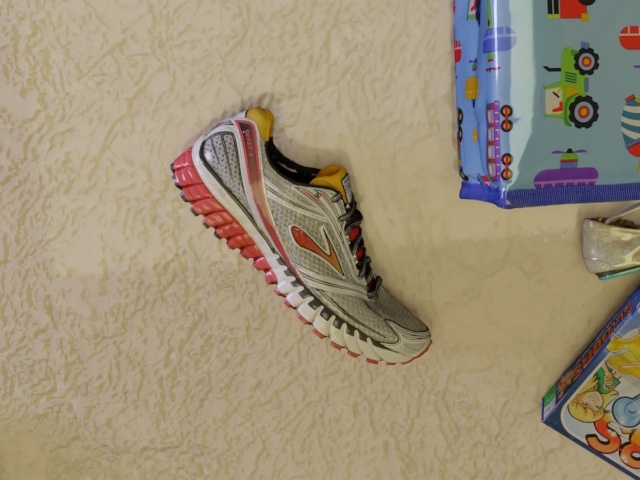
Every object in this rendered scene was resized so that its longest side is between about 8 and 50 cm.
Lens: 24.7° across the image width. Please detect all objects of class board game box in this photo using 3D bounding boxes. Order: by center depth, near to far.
[{"bbox_3d":[0.283,0.131,1.075,0.201,0.035,0.136,31,118,-6],"label":"board game box"}]

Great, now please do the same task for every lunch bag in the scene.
[{"bbox_3d":[0.244,-0.139,0.972,0.293,0.138,0.220,-2,95,-6],"label":"lunch bag"}]

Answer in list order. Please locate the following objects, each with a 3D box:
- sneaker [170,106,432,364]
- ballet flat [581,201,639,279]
[{"bbox_3d":[0.000,0.000,1.040,0.093,0.088,0.225,-43,99,11],"label":"sneaker"},{"bbox_3d":[0.269,-0.012,1.043,0.168,0.057,0.052,-12,92,5],"label":"ballet flat"}]
